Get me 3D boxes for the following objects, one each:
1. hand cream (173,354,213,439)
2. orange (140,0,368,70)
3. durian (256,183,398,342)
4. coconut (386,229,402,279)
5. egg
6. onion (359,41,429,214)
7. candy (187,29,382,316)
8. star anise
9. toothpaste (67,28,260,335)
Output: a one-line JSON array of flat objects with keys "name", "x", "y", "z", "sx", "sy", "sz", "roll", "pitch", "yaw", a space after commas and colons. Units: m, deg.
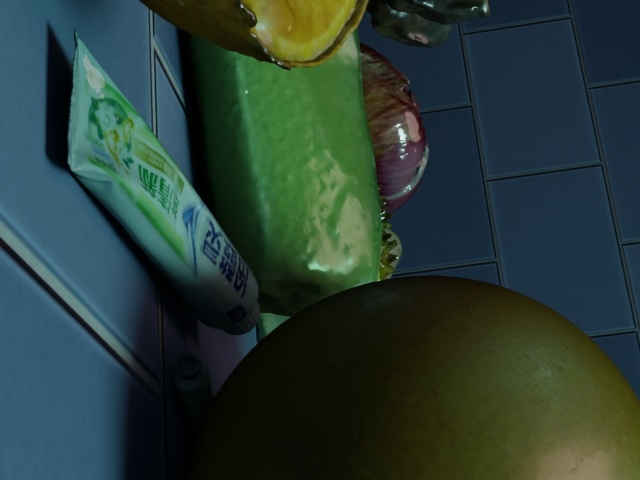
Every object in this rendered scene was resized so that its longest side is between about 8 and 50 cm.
[{"name": "hand cream", "x": -0.077, "y": 0.111, "z": 0.732, "sx": 0.102, "sy": 0.022, "sz": 0.035, "roll": 84, "pitch": 3, "yaw": -46}, {"name": "orange", "x": -0.029, "y": -0.270, "z": 0.592, "sx": 0.310, "sy": 0.274, "sz": 0.274, "roll": -55, "pitch": -176, "yaw": 13}, {"name": "durian", "x": 0.000, "y": 0.000, "z": 1.019, "sx": 0.144, "sy": 0.139, "sz": 0.252, "roll": -124, "pitch": -156, "yaw": -74}, {"name": "coconut", "x": 0.058, "y": 0.017, "z": 1.658, "sx": 0.116, "sy": 0.122, "sz": 0.116, "roll": -9, "pitch": 90, "yaw": -84}, {"name": "egg", "x": 0.061, "y": 0.162, "z": 0.689, "sx": 0.351, "sy": 0.282, "sz": 0.282, "roll": -13, "pitch": 96, "yaw": -64}, {"name": "onion", "x": 0.024, "y": -0.127, "z": 1.423, "sx": 0.230, "sy": 0.163, "sz": 0.230, "roll": 35, "pitch": -35, "yaw": 28}, {"name": "candy", "x": -0.039, "y": -0.109, "z": 0.908, "sx": 0.132, "sy": 0.142, "sz": 0.343, "roll": -28, "pitch": -115, "yaw": 57}, {"name": "star anise", "x": 0.019, "y": -0.288, "z": 1.061, "sx": 0.108, "sy": 0.315, "sz": 0.315, "roll": -63, "pitch": 168, "yaw": -7}, {"name": "toothpaste", "x": -0.088, "y": -0.009, "z": 0.671, "sx": 0.297, "sy": 0.048, "sz": 0.075, "roll": 63, "pitch": 23, "yaw": -62}]
